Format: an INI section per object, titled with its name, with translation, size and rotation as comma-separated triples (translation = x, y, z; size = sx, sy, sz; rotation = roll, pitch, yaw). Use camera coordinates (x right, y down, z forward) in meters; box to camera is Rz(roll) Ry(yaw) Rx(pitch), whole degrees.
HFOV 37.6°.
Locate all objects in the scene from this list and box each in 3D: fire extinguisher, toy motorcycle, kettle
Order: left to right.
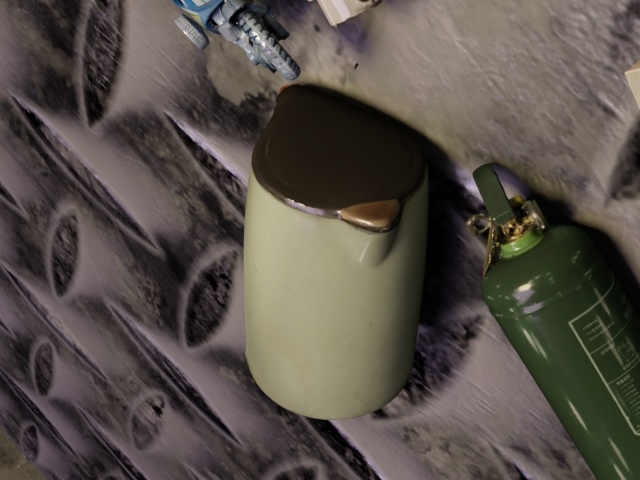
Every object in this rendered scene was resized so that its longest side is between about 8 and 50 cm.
[toy motorcycle]
translation = -0.100, -0.219, 0.744
size = 0.135, 0.092, 0.254
rotation = 41, -171, -48
[kettle]
translation = 0.000, 0.000, 0.849
size = 0.240, 0.165, 0.255
rotation = -120, 21, -43
[fire extinguisher]
translation = 0.206, 0.083, 0.733
size = 0.095, 0.114, 0.311
rotation = -30, 102, 17

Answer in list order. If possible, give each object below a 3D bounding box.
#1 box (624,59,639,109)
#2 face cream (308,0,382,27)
[box]
translation = 0.268, -0.065, 0.549
size = 0.129, 0.051, 0.130
rotation = -8, 116, 53
[face cream]
translation = -0.054, -0.311, 0.645
size = 0.105, 0.105, 0.348
rotation = -9, 115, 53
